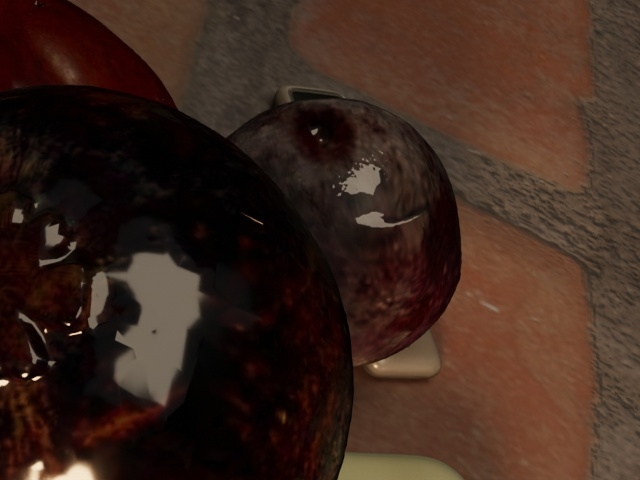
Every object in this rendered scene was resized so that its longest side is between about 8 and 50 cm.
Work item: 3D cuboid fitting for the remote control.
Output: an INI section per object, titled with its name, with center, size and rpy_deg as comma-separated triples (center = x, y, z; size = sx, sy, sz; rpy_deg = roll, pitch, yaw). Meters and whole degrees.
[remote control]
center = 0.027, -0.013, 1.348
size = 0.067, 0.029, 0.261
rpy_deg = 4, 53, -34

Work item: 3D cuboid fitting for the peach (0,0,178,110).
[peach]
center = -0.174, -0.107, 1.253
size = 0.189, 0.068, 0.279
rpy_deg = -7, 60, -42

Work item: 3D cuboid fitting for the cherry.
[cherry]
center = -0.001, -0.008, 1.202
size = 0.195, 0.195, 0.195
rpy_deg = 20, 46, -22

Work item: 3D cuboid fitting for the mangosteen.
[mangosteen]
center = -0.130, 0.078, 0.975
size = 0.330, 0.330, 0.330
rpy_deg = 20, 46, -22

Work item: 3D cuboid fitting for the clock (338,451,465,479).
[clock]
center = 0.043, 0.227, 1.133
size = 0.151, 0.062, 0.191
rpy_deg = 7, 52, -33
